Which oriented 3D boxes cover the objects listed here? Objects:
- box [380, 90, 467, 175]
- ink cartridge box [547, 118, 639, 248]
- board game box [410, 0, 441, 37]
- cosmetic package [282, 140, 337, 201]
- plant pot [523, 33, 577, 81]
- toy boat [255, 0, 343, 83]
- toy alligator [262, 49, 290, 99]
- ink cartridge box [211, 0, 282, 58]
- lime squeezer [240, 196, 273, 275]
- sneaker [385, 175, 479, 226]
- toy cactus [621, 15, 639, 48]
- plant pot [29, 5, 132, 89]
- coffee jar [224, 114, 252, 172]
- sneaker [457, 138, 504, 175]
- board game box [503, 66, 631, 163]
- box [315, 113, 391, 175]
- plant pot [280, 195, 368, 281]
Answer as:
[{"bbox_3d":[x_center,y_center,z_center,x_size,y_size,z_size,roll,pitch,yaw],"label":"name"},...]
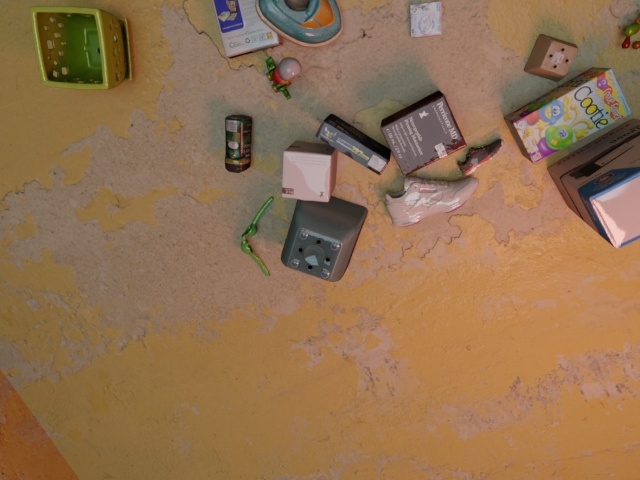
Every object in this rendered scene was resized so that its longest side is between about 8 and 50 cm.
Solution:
[{"bbox_3d":[0.307,-0.328,1.440,0.203,0.167,0.168,-25,105,17],"label":"box"},{"bbox_3d":[0.837,-0.172,1.295,0.285,0.395,0.166,-31,101,19],"label":"ink cartridge box"},{"bbox_3d":[0.310,-0.649,1.393,0.090,0.020,0.090,-1,111,10],"label":"board game box"},{"bbox_3d":[-0.031,-0.226,1.527,0.151,0.183,0.151,6,112,6],"label":"cosmetic package"},{"bbox_3d":[0.664,-0.518,1.346,0.109,0.096,0.109,18,113,1],"label":"plant pot"},{"bbox_3d":[-0.065,-0.601,1.352,0.268,0.148,0.318,14,92,-22],"label":"toy boat"},{"bbox_3d":[-0.147,-0.534,1.495,0.056,0.051,0.189,-22,106,16],"label":"toy alligator"},{"bbox_3d":[-0.241,-0.754,1.411,0.176,0.069,0.370,-9,108,12],"label":"ink cartridge box"},{"bbox_3d":[-0.233,-0.010,1.715,0.110,0.059,0.310,8,112,6],"label":"lime squeezer"},{"bbox_3d":[0.353,-0.152,1.530,0.305,0.114,0.152,-22,108,17],"label":"sneaker"},{"bbox_3d":[0.934,-0.609,1.273,0.219,0.112,0.180,-3,101,19],"label":"toy cactus"},{"bbox_3d":[-0.723,-0.599,1.480,0.228,0.207,0.227,6,113,7],"label":"plant pot"},{"bbox_3d":[-0.274,-0.320,1.577,0.079,0.096,0.184,9,113,8],"label":"coffee jar"},{"bbox_3d":[0.501,-0.273,1.491,0.158,0.061,0.065,-40,94,20],"label":"sneaker"},{"bbox_3d":[0.705,-0.363,1.375,0.275,0.144,0.142,-28,104,18],"label":"board game box"},{"bbox_3d":[0.107,-0.303,1.474,0.233,0.183,0.059,32,112,-3],"label":"box"},{"bbox_3d":[0.000,0.000,1.575,0.248,0.252,0.247,19,112,1],"label":"plant pot"}]
